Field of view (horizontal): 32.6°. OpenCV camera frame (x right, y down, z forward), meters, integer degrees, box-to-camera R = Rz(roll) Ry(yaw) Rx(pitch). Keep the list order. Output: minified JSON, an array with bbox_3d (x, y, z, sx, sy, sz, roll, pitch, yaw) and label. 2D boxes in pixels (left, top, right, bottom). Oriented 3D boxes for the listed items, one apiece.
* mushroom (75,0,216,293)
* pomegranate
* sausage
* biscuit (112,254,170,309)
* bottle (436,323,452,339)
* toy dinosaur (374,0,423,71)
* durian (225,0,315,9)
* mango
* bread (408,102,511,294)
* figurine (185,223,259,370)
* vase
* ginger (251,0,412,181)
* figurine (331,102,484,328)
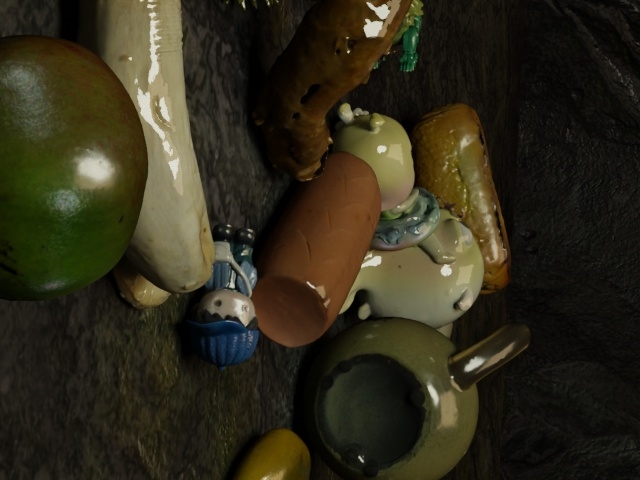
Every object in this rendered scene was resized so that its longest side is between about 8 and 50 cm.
[{"bbox_3d":[-0.150,-0.118,0.938,0.122,0.095,0.351,-33,123,-55],"label":"mushroom"},{"bbox_3d":[-0.216,-0.044,0.705,0.209,0.180,0.180,-12,109,-31],"label":"pomegranate"},{"bbox_3d":[0.000,-0.001,1.376,0.304,0.121,0.121,-65,152,-51],"label":"sausage"},{"bbox_3d":[-0.162,-0.007,1.052,0.152,0.020,0.152,3,90,-71],"label":"biscuit"},{"bbox_3d":[0.173,0.162,1.922,0.110,0.109,0.233,75,27,-43],"label":"bottle"},{"bbox_3d":[0.119,-0.343,1.722,0.259,0.094,0.153,-35,130,-77],"label":"toy dinosaur"},{"bbox_3d":[-0.052,-0.318,1.179,0.375,0.106,0.132,24,72,-69],"label":"durian"},{"bbox_3d":[-0.066,0.291,1.313,0.161,0.076,0.103,-42,139,-53],"label":"mango"},{"bbox_3d":[0.246,-0.065,1.979,0.328,0.147,0.337,14,65,-81],"label":"bread"},{"bbox_3d":[-0.104,0.059,1.169,0.087,0.086,0.149,136,-40,-54],"label":"figurine"},{"bbox_3d":[0.152,0.206,1.551,0.241,0.329,0.302,63,16,10],"label":"vase"},{"bbox_3d":[0.010,-0.197,1.262,0.133,0.107,0.309,-2,138,-38],"label":"ginger"},{"bbox_3d":[0.094,-0.019,1.610,0.274,0.226,0.394,-40,131,-26],"label":"figurine"}]
